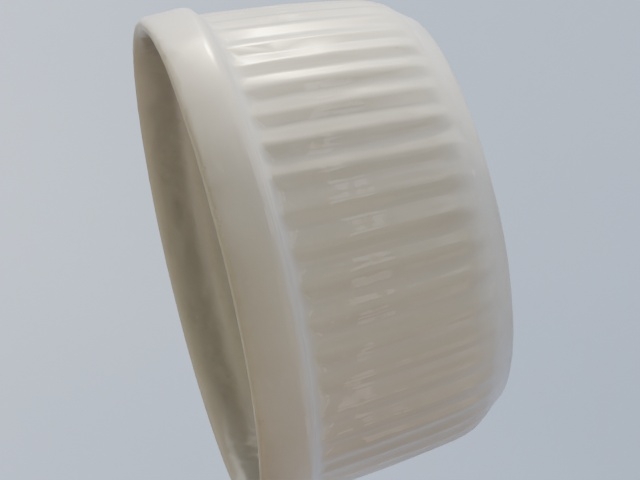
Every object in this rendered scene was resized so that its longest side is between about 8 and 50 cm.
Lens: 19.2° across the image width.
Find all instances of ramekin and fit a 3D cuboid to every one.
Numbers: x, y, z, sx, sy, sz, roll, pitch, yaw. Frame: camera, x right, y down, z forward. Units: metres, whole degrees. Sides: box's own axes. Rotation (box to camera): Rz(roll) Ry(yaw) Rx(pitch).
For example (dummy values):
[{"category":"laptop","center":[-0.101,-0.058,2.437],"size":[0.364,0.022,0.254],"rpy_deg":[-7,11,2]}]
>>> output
[{"category":"ramekin","center":[0.000,0.000,0.770],"size":[0.207,0.109,0.207],"rpy_deg":[167,-90,-80]}]
